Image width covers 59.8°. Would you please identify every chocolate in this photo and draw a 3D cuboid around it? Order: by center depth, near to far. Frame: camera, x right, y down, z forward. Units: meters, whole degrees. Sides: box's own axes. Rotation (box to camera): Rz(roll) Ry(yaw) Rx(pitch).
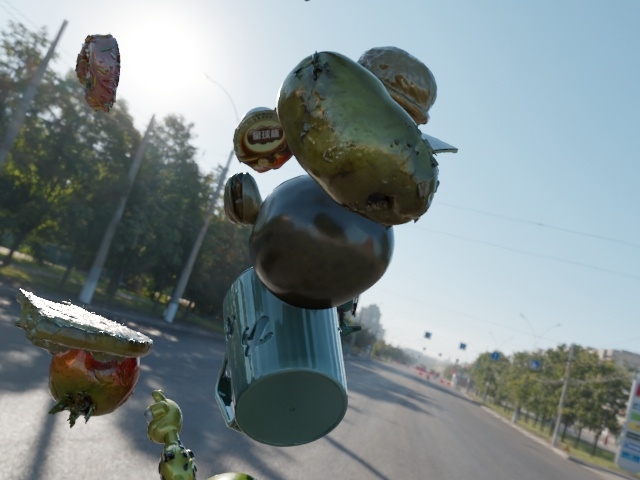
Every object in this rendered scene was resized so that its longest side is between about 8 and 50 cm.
[{"bbox_3d":[-0.170,-0.323,1.685,0.221,0.221,0.147,23,24,-26],"label":"chocolate"}]

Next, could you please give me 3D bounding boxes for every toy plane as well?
[{"bbox_3d":[0.072,0.208,1.890,0.155,0.382,0.106,-13,41,-12],"label":"toy plane"}]

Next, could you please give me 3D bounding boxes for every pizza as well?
[{"bbox_3d":[-0.470,0.176,1.066,0.222,0.090,0.323,18,-11,22],"label":"pizza"}]

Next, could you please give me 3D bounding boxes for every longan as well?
[{"bbox_3d":[0.000,0.000,1.211,0.318,0.319,0.319,18,-9,3],"label":"longan"}]

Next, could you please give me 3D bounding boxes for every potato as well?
[{"bbox_3d":[0.050,-0.148,0.830,0.300,0.173,0.140,52,-2,10],"label":"potato"}]

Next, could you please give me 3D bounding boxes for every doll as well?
[{"bbox_3d":[-0.342,0.454,1.261,0.291,0.086,0.117,-132,-154,-52],"label":"doll"}]

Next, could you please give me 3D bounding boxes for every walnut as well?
[{"bbox_3d":[0.183,-0.385,1.460,0.257,0.225,0.257,32,13,-8],"label":"walnut"}]

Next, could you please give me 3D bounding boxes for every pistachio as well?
[{"bbox_3d":[-0.199,-0.105,1.456,0.112,0.149,0.113,1,14,0],"label":"pistachio"}]

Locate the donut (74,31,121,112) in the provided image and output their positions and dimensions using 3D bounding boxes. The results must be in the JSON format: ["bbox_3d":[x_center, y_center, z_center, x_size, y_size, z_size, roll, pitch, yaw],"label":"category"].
[{"bbox_3d":[-0.625,-0.484,1.560,0.085,0.199,0.233,4,33,-37],"label":"donut"}]

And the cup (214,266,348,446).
[{"bbox_3d":[-0.100,0.310,1.420,0.309,0.401,0.392,6,31,-12],"label":"cup"}]

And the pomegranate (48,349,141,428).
[{"bbox_3d":[-0.535,0.317,1.306,0.210,0.210,0.235,20,35,-5],"label":"pomegranate"}]

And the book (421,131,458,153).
[{"bbox_3d":[0.307,-0.301,1.700,0.157,0.026,0.231,32,27,29],"label":"book"}]

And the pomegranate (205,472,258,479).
[{"bbox_3d":[-0.205,0.568,1.018,0.301,0.236,0.236,-21,5,-20],"label":"pomegranate"}]
